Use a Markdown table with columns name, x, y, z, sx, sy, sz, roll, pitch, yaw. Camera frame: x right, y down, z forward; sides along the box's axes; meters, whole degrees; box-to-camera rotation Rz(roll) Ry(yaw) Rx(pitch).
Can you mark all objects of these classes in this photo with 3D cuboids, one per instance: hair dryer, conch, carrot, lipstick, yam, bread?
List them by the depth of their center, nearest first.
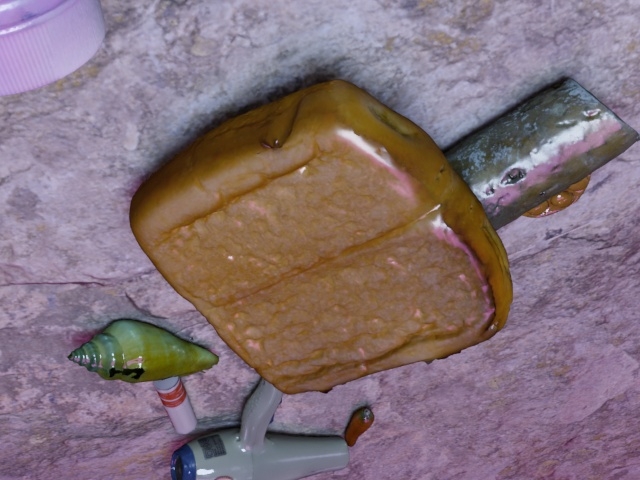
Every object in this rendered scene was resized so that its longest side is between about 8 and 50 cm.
| name | x | y | z | sx | sy | sz | roll | pitch | yaw |
| --- | --- | --- | --- | --- | --- | --- | --- | --- | --- |
| bread | 0.002 | -0.005 | 0.806 | 0.337 | 0.148 | 0.328 | -26 | 118 | 31 |
| yam | 0.234 | -0.096 | 0.834 | 0.194 | 0.107 | 0.107 | -32 | 134 | 20 |
| bread | 0.275 | -0.069 | 0.930 | 0.110 | 0.024 | 0.110 | -7 | 139 | -6 |
| conch | -0.238 | 0.152 | 1.016 | 0.095 | 0.079 | 0.201 | -18 | 150 | 34 |
| lipstick | -0.212 | 0.237 | 1.133 | 0.039 | 0.038 | 0.130 | -10 | 137 | -3 |
| hair dryer | -0.049 | 0.307 | 1.221 | 0.296 | 0.119 | 0.298 | 24 | 114 | -41 |
| carrot | 0.061 | 0.314 | 1.288 | 0.035 | 0.035 | 0.142 | 2 | 143 | -15 |

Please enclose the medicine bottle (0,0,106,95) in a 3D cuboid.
| name | x | y | z | sx | sy | sz | roll | pitch | yaw |
| --- | --- | --- | --- | --- | --- | --- | --- | --- | --- |
| medicine bottle | -0.250 | -0.242 | 0.525 | 0.152 | 0.152 | 0.253 | -9 | 138 | -4 |
